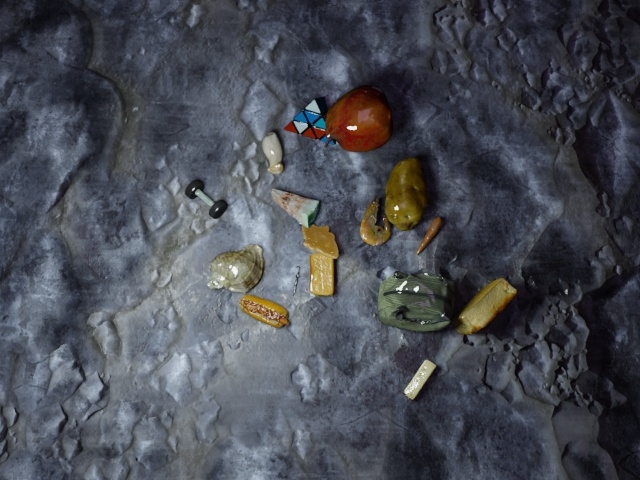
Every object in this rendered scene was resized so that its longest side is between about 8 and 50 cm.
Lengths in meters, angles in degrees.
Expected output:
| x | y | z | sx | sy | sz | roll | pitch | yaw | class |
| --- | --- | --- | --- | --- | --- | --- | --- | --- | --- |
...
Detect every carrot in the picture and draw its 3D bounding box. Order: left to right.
| x | y | z | sx | sy | sz | roll | pitch | yaw | class |
| --- | --- | --- | --- | --- | --- | --- | --- | --- | --- |
| 0.518 | -0.018 | 1.986 | 0.048 | 0.048 | 0.216 | 33 | 84 | 5 | carrot |

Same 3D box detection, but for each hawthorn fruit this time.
| x | y | z | sx | sy | sz | roll | pitch | yaw | class |
| --- | --- | --- | --- | --- | --- | --- | --- | --- | --- |
| 0.185 | -0.572 | 1.974 | 0.325 | 0.308 | 0.308 | 2 | 78 | 2 | hawthorn fruit |

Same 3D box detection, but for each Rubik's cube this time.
| x | y | z | sx | sy | sz | roll | pitch | yaw | class |
| --- | --- | --- | --- | --- | --- | --- | --- | --- | --- |
| -0.066 | -0.569 | 2.083 | 0.234 | 0.284 | 0.250 | -16 | 112 | 14 | Rubik's cube |

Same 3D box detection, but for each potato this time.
| x | y | z | sx | sy | sz | roll | pitch | yaw | class |
| --- | --- | --- | --- | --- | --- | --- | --- | --- | --- |
| 0.413 | -0.229 | 1.973 | 0.196 | 0.176 | 0.369 | 1 | 72 | 22 | potato |

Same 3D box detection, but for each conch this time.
| x | y | z | sx | sy | sz | roll | pitch | yaw | class |
| --- | --- | --- | --- | --- | --- | --- | --- | --- | --- |
| -0.375 | 0.127 | 1.869 | 0.291 | 0.159 | 0.210 | -42 | 81 | -11 | conch |

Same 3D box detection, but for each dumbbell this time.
| x | y | z | sx | sy | sz | roll | pitch | yaw | class |
| --- | --- | --- | --- | --- | --- | --- | --- | --- | --- |
| -0.540 | -0.195 | 1.965 | 0.191 | 0.100 | 0.100 | 39 | 80 | 7 | dumbbell |

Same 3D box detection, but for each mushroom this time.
| x | y | z | sx | sy | sz | roll | pitch | yaw | class |
| --- | --- | --- | --- | --- | --- | --- | --- | --- | --- |
| -0.234 | -0.429 | 2.031 | 0.097 | 0.088 | 0.212 | -11 | 84 | 6 | mushroom |

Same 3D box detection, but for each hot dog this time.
| x | y | z | sx | sy | sz | roll | pitch | yaw | class |
| --- | --- | --- | --- | --- | --- | --- | --- | --- | --- |
| -0.251 | 0.317 | 1.873 | 0.249 | 0.076 | 0.102 | 24 | 75 | 5 | hot dog |

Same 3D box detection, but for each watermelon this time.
| x | y | z | sx | sy | sz | roll | pitch | yaw | class |
| --- | --- | --- | --- | --- | --- | --- | --- | --- | --- |
| -0.122 | -0.184 | 1.978 | 0.241 | 0.094 | 0.154 | 25 | 58 | 9 | watermelon |

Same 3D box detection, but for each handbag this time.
| x | y | z | sx | sy | sz | roll | pitch | yaw | class |
| --- | --- | --- | --- | --- | --- | --- | --- | --- | --- |
| 0.429 | 0.266 | 1.822 | 0.341 | 0.240 | 0.247 | 9 | 73 | 2 | handbag |

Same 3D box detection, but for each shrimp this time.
| x | y | z | sx | sy | sz | roll | pitch | yaw | class |
| --- | --- | --- | --- | --- | --- | --- | --- | --- | --- |
| 0.265 | -0.092 | 1.977 | 0.150 | 0.068 | 0.248 | 10 | 74 | -11 | shrimp |

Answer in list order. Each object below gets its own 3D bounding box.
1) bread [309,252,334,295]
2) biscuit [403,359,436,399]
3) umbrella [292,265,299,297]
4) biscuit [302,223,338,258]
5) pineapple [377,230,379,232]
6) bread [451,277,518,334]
| x | y | z | sx | sy | sz | roll | pitch | yaw | class |
| --- | --- | --- | --- | --- | --- | --- | --- | --- | --- |
| 0.006 | 0.157 | 1.915 | 0.116 | 0.077 | 0.200 | 0 | 76 | 0 | bread |
| 0.439 | 0.617 | 1.840 | 0.056 | 0.052 | 0.188 | 35 | 78 | 22 | biscuit |
| -0.112 | 0.193 | 1.935 | 0.022 | 0.022 | 0.148 | 9 | 84 | -24 | umbrella |
| 0.000 | 0.000 | 1.940 | 0.162 | 0.035 | 0.250 | -30 | 58 | -23 | biscuit |
| 0.278 | -0.019 | 1.990 | 0.083 | 0.019 | 0.045 | 37 | 73 | 7 | pineapple |
| 0.726 | 0.301 | 1.850 | 0.275 | 0.185 | 0.114 | -38 | 77 | -10 | bread |
